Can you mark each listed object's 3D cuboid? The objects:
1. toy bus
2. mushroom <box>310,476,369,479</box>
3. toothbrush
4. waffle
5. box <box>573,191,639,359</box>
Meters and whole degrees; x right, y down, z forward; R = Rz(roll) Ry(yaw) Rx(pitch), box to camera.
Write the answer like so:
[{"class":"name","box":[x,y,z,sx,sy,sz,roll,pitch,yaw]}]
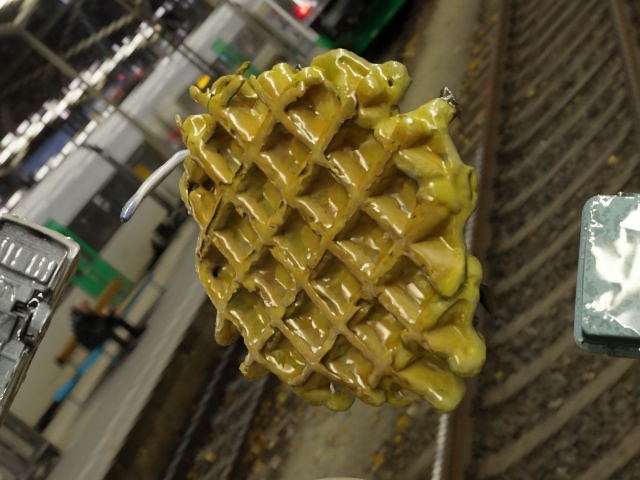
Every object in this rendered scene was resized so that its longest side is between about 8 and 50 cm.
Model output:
[{"class":"toy bus","box":[-0.339,0.142,1.169,0.138,0.097,0.343,132,161,-71]},{"class":"mushroom","box":[0.016,0.322,1.071,0.207,0.207,0.215,-58,-20,-44]},{"class":"toothbrush","box":[-0.196,-0.103,1.662,0.021,0.027,0.269,-15,26,38]},{"class":"waffle","box":[0.000,0.000,1.248,0.379,0.382,0.095,-2,16,42]},{"class":"box","box":[0.425,0.043,1.645,0.130,0.162,0.227,32,-117,-71]}]
